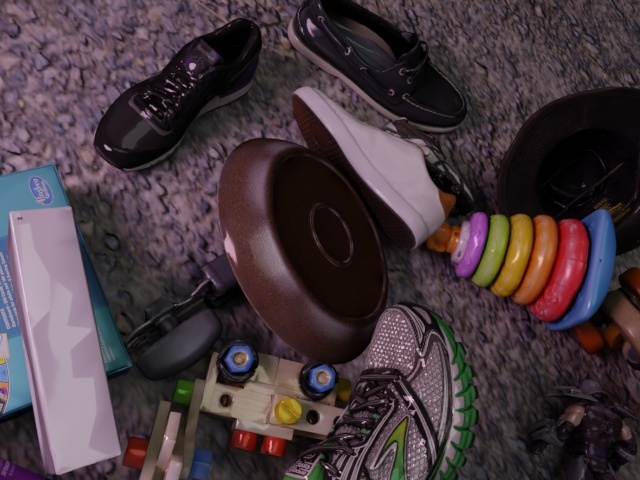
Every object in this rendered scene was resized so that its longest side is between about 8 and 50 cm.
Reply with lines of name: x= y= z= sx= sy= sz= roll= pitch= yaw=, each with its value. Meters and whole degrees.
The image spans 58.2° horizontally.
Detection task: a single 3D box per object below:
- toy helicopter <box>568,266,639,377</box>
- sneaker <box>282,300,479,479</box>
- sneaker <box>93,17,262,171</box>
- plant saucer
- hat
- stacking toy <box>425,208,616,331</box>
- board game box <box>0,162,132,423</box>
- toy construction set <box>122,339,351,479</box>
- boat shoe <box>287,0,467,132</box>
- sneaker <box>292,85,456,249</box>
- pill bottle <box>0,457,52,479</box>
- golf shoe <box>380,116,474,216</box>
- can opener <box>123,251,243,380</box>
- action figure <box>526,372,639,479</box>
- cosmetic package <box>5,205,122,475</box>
toy helicopter: x=0.535 y=0.227 z=0.877 sx=0.140 sy=0.235 sz=0.355 roll=-35 pitch=107 yaw=10
sneaker: x=0.051 y=0.212 z=0.559 sx=0.146 sy=0.134 sz=0.343 roll=29 pitch=61 yaw=-22
sneaker: x=-0.190 y=-0.213 z=0.775 sx=0.107 sy=0.124 sz=0.283 roll=43 pitch=61 yaw=-3
plant saucer: x=0.000 y=0.000 z=0.731 sx=0.311 sy=0.050 sz=0.310 roll=34 pitch=43 yaw=-39
hat: x=0.434 y=-0.117 z=0.968 sx=0.332 sy=0.331 sz=0.134 roll=19 pitch=26 yaw=-16
stacking toy: x=0.262 y=0.016 z=0.876 sx=0.302 sy=0.165 sz=0.175 roll=15 pitch=75 yaw=4
board game box: x=-0.407 y=0.083 z=0.596 sx=0.336 sy=0.079 sz=0.253 roll=-19 pitch=80 yaw=-27
toy construction set: x=-0.058 y=0.235 z=0.657 sx=0.328 sy=0.151 sz=0.214 roll=23 pitch=63 yaw=-26
boat shoe: x=0.115 y=-0.299 z=0.943 sx=0.340 sy=0.113 sz=0.127 roll=33 pitch=61 yaw=-8
sneaker: x=0.080 y=-0.127 z=0.854 sx=0.123 sy=0.106 sz=0.290 roll=-38 pitch=84 yaw=-19
pill bottle: x=-0.247 y=0.317 z=0.504 sx=0.323 sy=0.182 sz=0.181 roll=35 pitch=61 yaw=-18
golf shoe: x=0.181 y=-0.124 z=0.926 sx=0.198 sy=0.077 sz=0.093 roll=41 pitch=55 yaw=-9
can opener: x=-0.112 y=0.070 z=0.725 sx=0.284 sy=0.076 sz=0.095 roll=-32 pitch=77 yaw=-31
action figure: x=0.390 y=0.329 z=0.834 sx=0.186 sy=0.099 sz=0.284 roll=16 pitch=61 yaw=-9
cosmetic package: x=-0.251 y=0.096 z=0.554 sx=0.061 sy=0.099 sz=0.238 roll=-9 pitch=76 yaw=-31
